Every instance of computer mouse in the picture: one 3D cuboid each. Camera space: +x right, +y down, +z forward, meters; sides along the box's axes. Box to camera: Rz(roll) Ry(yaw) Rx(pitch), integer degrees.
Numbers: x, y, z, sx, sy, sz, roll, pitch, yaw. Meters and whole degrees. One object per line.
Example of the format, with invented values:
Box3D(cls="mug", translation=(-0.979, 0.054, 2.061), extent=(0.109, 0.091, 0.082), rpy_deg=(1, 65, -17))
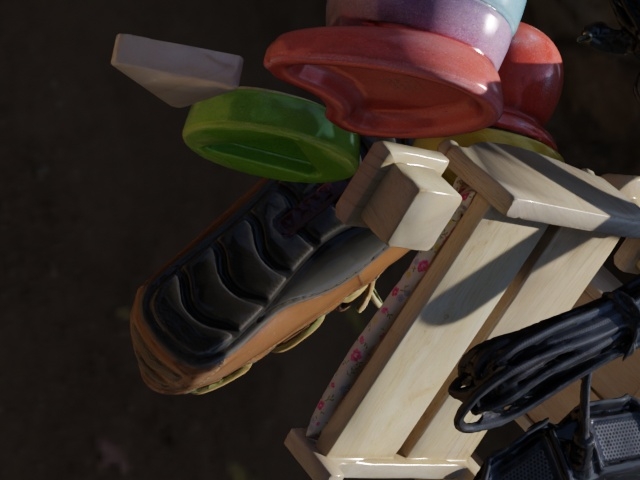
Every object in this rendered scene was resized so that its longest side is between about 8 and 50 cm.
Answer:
Box3D(cls="computer mouse", translation=(0.134, 0.096, 0.862), extent=(0.184, 0.060, 0.262), rpy_deg=(-25, 136, -16))

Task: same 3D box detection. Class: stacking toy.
Box3D(cls="stacking toy", translation=(0.028, -0.131, 1.310), extent=(0.309, 0.279, 0.130), rpy_deg=(45, 53, -67))

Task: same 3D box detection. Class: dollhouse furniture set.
Box3D(cls="dollhouse furniture set", translation=(0.042, 0.059, 1.110), extent=(0.355, 0.174, 0.303), rpy_deg=(10, 119, -47))

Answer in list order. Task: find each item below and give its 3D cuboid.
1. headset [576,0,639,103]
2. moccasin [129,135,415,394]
Box3D(cls="headset", translation=(0.200, -0.229, 0.851), extent=(0.185, 0.243, 0.394), rpy_deg=(-92, -171, -54))
Box3D(cls="moccasin", translation=(0.002, 0.002, 1.593), extent=(0.139, 0.147, 0.380), rpy_deg=(43, 68, 8))
